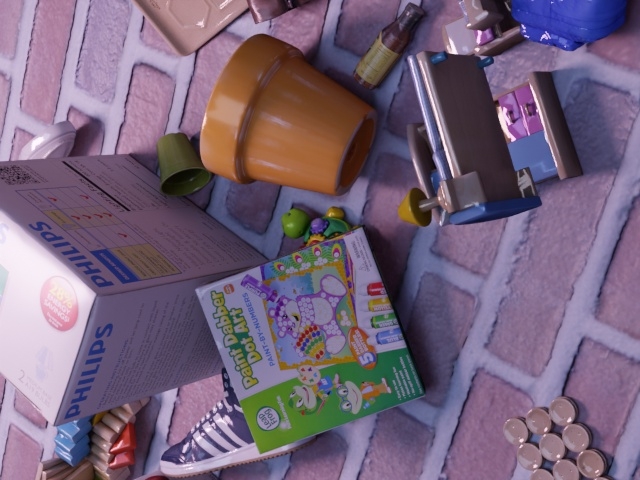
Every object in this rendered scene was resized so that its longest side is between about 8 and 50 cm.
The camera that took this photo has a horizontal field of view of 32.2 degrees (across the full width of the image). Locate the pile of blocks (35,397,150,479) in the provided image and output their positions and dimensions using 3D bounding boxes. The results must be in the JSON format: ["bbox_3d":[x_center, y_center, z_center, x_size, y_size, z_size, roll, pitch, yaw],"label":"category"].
[{"bbox_3d":[-0.377,0.370,1.856,0.113,0.149,0.362,26,110,31],"label":"pile of blocks"}]

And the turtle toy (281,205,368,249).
[{"bbox_3d":[0.000,0.000,1.577,0.130,0.066,0.095,39,117,26],"label":"turtle toy"}]

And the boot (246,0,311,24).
[{"bbox_3d":[-0.031,-0.440,1.538,0.248,0.090,0.207,-25,103,14],"label":"boot"}]

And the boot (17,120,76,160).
[{"bbox_3d":[-0.468,-0.089,1.905,0.258,0.095,0.123,-42,78,41],"label":"boot"}]

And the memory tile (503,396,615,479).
[{"bbox_3d":[0.309,0.282,1.425,0.113,0.012,0.148,-34,76,35],"label":"memory tile"}]

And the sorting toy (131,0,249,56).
[{"bbox_3d":[-0.195,-0.400,1.645,0.208,0.038,0.193,-31,106,34],"label":"sorting toy"}]

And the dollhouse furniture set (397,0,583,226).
[{"bbox_3d":[0.130,-0.147,1.314,0.198,0.303,0.286,-20,84,36],"label":"dollhouse furniture set"}]

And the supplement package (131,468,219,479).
[{"bbox_3d":[-0.226,0.473,1.726,0.194,0.203,0.149,34,115,27],"label":"supplement package"}]

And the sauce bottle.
[{"bbox_3d":[0.093,-0.262,1.489,0.042,0.042,0.128,49,119,20],"label":"sauce bottle"}]

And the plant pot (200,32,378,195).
[{"bbox_3d":[-0.032,-0.154,1.512,0.188,0.205,0.205,24,111,16],"label":"plant pot"}]

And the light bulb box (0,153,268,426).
[{"bbox_3d":[-0.338,0.052,1.650,0.358,0.361,0.225,35,115,28],"label":"light bulb box"}]

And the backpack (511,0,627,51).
[{"bbox_3d":[0.299,-0.277,1.303,0.120,0.098,0.101,20,137,33],"label":"backpack"}]

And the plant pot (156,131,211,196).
[{"bbox_3d":[-0.220,-0.123,1.723,0.083,0.083,0.079,-38,61,34],"label":"plant pot"}]

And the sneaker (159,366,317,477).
[{"bbox_3d":[-0.146,0.267,1.700,0.282,0.099,0.153,-19,90,30],"label":"sneaker"}]

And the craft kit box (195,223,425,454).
[{"bbox_3d":[-0.012,0.135,1.520,0.247,0.061,0.250,-21,94,8],"label":"craft kit box"}]
